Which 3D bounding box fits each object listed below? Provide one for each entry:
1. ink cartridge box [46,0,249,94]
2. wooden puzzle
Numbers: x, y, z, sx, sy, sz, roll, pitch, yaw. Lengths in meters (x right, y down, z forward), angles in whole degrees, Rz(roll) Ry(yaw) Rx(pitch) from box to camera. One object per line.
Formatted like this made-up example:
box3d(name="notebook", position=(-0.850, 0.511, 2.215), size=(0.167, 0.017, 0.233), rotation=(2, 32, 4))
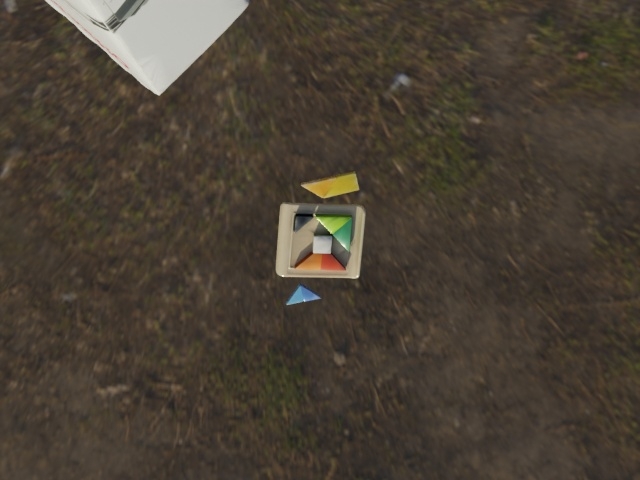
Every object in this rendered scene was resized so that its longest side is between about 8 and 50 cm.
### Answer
box3d(name="ink cartridge box", position=(-0.270, -0.369, 1.391), size=(0.166, 0.395, 0.285), rotation=(-45, 66, -6))
box3d(name="wooden puzzle", position=(0.000, 0.000, 1.115), size=(0.078, 0.014, 0.116), rotation=(-4, 112, -3))
